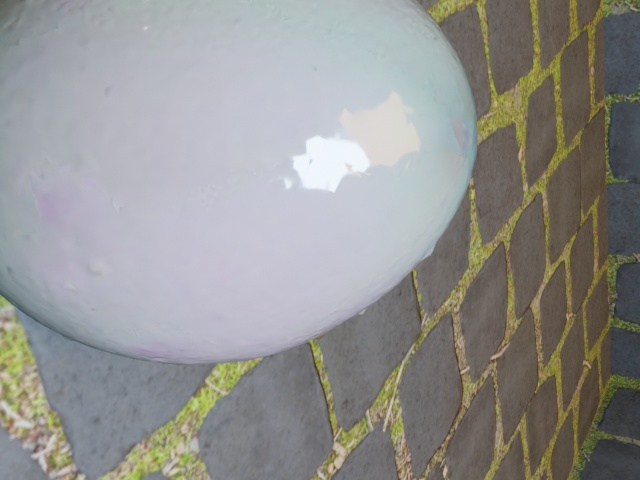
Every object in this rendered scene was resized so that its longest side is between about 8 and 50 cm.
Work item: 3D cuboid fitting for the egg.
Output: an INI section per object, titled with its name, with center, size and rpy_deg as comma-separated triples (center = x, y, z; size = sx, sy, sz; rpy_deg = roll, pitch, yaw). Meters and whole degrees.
[egg]
center = -0.052, -0.072, 0.531
size = 0.354, 0.339, 0.355
rpy_deg = -11, 104, -53

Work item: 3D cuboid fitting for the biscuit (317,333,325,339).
[biscuit]
center = 0.002, 0.001, 0.880
size = 0.184, 0.035, 0.249
rpy_deg = 11, 88, -54
